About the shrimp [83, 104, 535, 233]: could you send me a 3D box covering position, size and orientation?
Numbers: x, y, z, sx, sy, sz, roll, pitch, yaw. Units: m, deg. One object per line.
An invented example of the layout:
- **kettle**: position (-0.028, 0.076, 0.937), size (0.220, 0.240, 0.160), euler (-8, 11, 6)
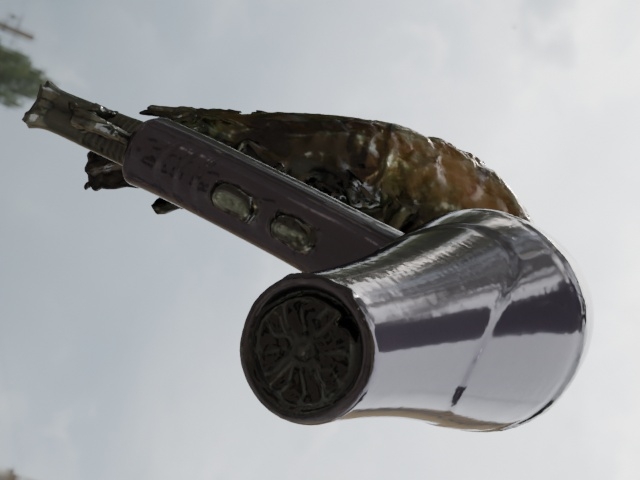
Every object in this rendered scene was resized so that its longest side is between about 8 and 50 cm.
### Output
- **shrimp**: position (0.000, 0.000, 0.975), size (0.071, 0.365, 0.233), euler (120, -27, -58)

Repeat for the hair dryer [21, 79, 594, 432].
- **hair dryer**: position (-0.038, -0.005, 0.692), size (0.361, 0.301, 0.121), euler (26, -79, 25)
